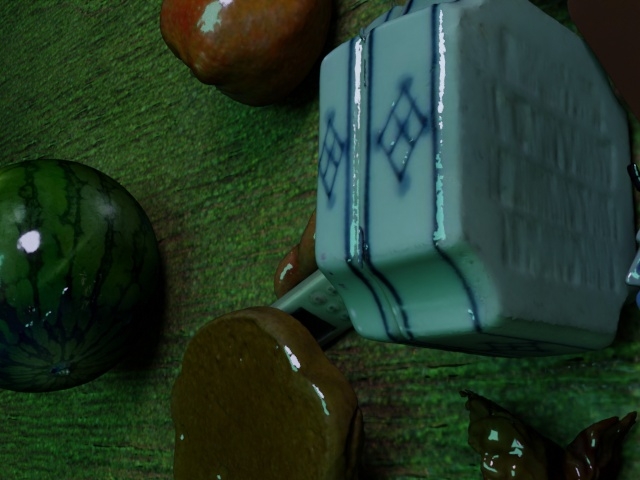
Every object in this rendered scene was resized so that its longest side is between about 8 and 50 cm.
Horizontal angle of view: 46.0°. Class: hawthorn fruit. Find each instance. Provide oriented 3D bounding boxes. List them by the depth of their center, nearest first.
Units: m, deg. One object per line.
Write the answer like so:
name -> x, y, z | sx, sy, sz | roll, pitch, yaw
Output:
hawthorn fruit -> -0.077, -0.311, 0.979 | 0.210, 0.210, 0.262 | 41, 102, 43

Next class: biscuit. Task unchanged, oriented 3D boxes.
biscuit -> -0.067, 0.269, 0.865 | 0.359, 0.074, 0.381 | -18, 83, 52

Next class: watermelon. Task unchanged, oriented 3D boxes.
watermelon -> -0.406, 0.050, 1.122 | 0.363, 0.363, 0.363 | -14, 69, 42

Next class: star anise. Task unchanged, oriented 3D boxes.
star anise -> 0.203, 0.196, 0.599 | 0.346, 0.148, 0.237 | -46, 52, 40

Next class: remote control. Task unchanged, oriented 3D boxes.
remote control -> 0.046, 0.040, 0.842 | 0.309, 0.090, 0.038 | -37, 34, 32

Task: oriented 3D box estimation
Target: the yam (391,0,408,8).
yam -> 0.115, -0.191, 0.847 | 0.071, 0.067, 0.318 | 104, 166, -73

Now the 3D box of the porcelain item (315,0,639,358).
porcelain item -> 0.132, -0.047, 0.634 | 0.157, 0.285, 0.282 | -11, 73, 46

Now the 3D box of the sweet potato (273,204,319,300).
sweet potato -> -0.002, -0.001, 0.923 | 0.055, 0.058, 0.202 | 42, 110, 21

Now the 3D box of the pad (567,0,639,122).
pad -> 0.340, -0.187, 0.564 | 0.267, 0.181, 0.004 | -27, 22, 39

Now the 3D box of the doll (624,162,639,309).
doll -> 0.299, -0.002, 0.613 | 0.095, 0.070, 0.195 | 2, 75, 14
